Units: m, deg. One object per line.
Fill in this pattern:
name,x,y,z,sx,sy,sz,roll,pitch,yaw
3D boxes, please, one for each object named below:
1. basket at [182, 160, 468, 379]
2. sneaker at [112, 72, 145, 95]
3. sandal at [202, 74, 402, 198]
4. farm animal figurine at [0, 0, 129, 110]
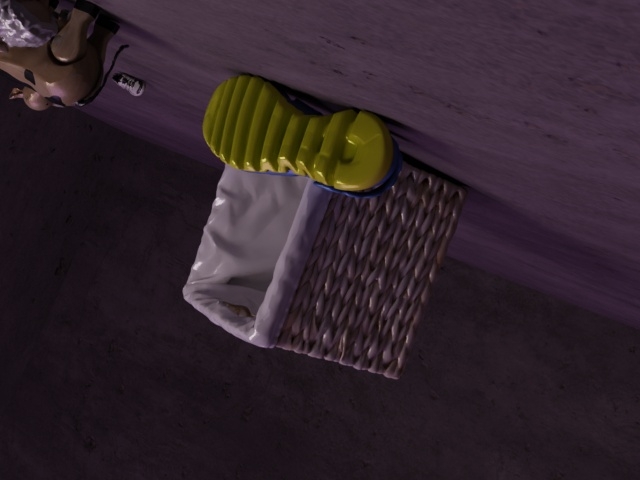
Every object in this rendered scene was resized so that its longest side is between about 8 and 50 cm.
basket,0.000,0.000,1.796,0.266,0.331,0.328,18,-179,-27
sneaker,-0.367,-0.298,2.259,0.083,0.032,0.037,21,177,43
sandal,-0.019,-0.124,1.539,0.317,0.126,0.138,24,-177,33
farm animal figurine,-0.414,-0.262,1.628,0.326,0.172,0.330,23,178,32
